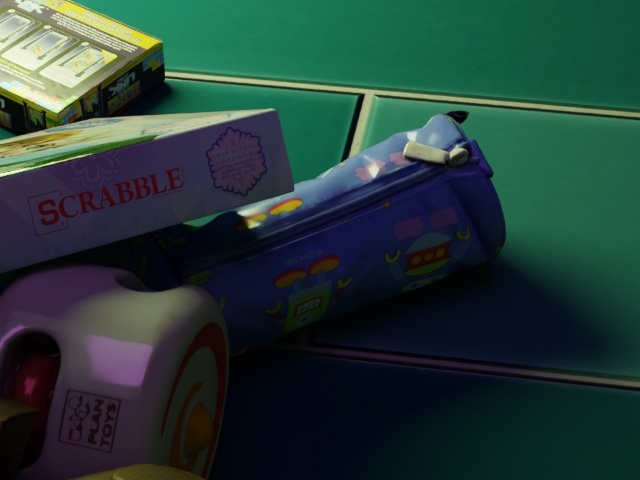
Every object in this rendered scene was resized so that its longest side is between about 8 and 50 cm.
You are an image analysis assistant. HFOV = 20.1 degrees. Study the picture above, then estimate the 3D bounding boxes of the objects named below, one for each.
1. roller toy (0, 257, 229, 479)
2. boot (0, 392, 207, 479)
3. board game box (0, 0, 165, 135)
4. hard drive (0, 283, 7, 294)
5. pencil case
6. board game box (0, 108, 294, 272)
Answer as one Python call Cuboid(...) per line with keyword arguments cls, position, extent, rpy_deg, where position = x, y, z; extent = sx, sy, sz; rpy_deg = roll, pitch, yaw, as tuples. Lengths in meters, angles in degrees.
Cuboid(cls="roller toy", position=(-0.143, 0.116, 1.205), extent=(0.146, 0.191, 0.209), rpy_deg=(11, 42, 13))
Cuboid(cls="boot", position=(-0.160, 0.230, 1.066), extent=(0.283, 0.220, 0.109), rpy_deg=(21, 7, 14))
Cuboid(cls="board game box", position=(-0.249, -0.158, 1.633), extent=(0.170, 0.048, 0.141), rpy_deg=(26, 46, 28))
Cuboid(cls="hard drive", position=(-0.356, 0.096, 1.350), extent=(0.318, 0.040, 0.210), rpy_deg=(10, 42, 13))
Cuboid(cls="pencil case", position=(0.000, 0.000, 1.382), extent=(0.306, 0.133, 0.119), rpy_deg=(-21, 64, -19))
Cuboid(cls="board game box", position=(-0.235, -0.030, 1.316), extent=(0.318, 0.066, 0.318), rpy_deg=(-16, 11, -30))
